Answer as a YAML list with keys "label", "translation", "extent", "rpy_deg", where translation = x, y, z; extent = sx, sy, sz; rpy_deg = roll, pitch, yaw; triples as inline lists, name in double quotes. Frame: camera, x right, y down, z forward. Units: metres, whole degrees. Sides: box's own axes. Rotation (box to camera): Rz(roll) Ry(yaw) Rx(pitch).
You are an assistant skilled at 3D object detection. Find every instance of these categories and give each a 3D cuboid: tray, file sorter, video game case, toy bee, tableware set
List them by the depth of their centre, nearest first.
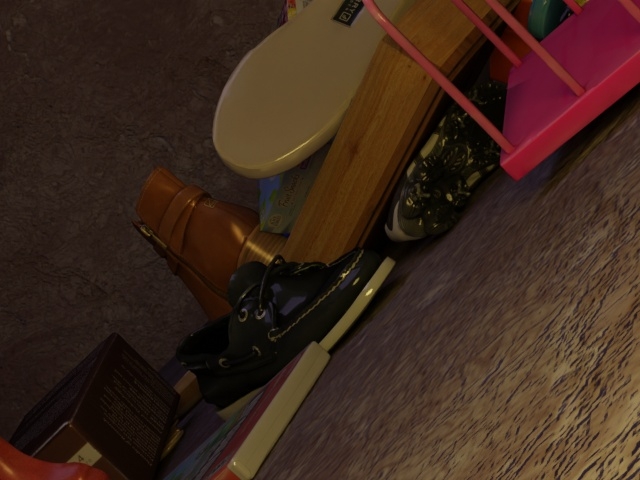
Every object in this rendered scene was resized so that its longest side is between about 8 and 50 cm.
- label: "file sorter"
  translation: [0.194, -0.232, 1.062]
  extent: [0.290, 0.182, 0.202]
  rpy_deg: [-41, 14, 25]
- label: "video game case"
  translation: [-0.115, 0.222, 1.290]
  extent: [0.285, 0.025, 0.204]
  rpy_deg: [-45, 4, 31]
- label: "tray"
  translation: [0.068, -0.089, 1.484]
  extent: [0.203, 0.076, 0.411]
  rpy_deg: [-50, -10, -42]
- label: "toy bee"
  translation: [0.234, -0.293, 1.538]
  extent: [0.162, 0.195, 0.298]
  rpy_deg: [-62, 0, -18]
- label: "tableware set"
  translation: [-0.232, 0.292, 1.917]
  extent: [0.141, 0.020, 0.168]
  rpy_deg: [-47, 4, -1]

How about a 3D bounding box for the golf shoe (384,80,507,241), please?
- label: "golf shoe"
  translation: [0.122, -0.075, 1.383]
  extent: [0.198, 0.077, 0.094]
  rpy_deg: [-47, 4, -31]

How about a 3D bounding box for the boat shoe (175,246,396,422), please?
- label: "boat shoe"
  translation: [-0.049, 0.074, 1.422]
  extent: [0.127, 0.113, 0.340]
  rpy_deg: [-49, 4, -32]

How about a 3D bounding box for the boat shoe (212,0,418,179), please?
- label: "boat shoe"
  translation: [0.024, -0.174, 1.477]
  extent: [0.340, 0.127, 0.158]
  rpy_deg: [-52, -21, -15]

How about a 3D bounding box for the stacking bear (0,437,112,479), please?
- label: "stacking bear"
  translation: [-0.321, 0.345, 1.342]
  extent: [0.289, 0.175, 0.164]
  rpy_deg: [-66, -9, -49]

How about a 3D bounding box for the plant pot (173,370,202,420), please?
- label: "plant pot"
  translation: [-0.171, 0.197, 2.170]
  extent: [0.236, 0.032, 0.236]
  rpy_deg: [-46, 3, 3]

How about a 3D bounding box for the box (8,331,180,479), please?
- label: "box"
  translation: [-0.299, 0.266, 1.807]
  extent: [0.191, 0.143, 0.381]
  rpy_deg: [-43, 7, 9]

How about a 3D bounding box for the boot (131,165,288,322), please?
- label: "boot"
  translation: [-0.140, 0.047, 1.747]
  extent: [0.109, 0.220, 0.283]
  rpy_deg: [-54, -8, -33]

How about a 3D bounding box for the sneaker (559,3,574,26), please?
- label: "sneaker"
  translation: [0.279, -0.234, 1.671]
  extent: [0.119, 0.047, 0.057]
  rpy_deg: [-45, 26, 31]

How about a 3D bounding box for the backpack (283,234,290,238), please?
- label: "backpack"
  translation: [0.000, 0.000, 1.818]
  extent: [0.120, 0.098, 0.101]
  rpy_deg: [-43, 8, 32]

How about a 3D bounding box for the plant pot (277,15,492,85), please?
- label: "plant pot"
  translation: [0.072, -0.168, 1.842]
  extent: [0.284, 0.284, 0.191]
  rpy_deg: [-90, 9, -85]

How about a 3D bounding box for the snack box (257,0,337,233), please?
- label: "snack box"
  translation: [-0.024, -0.138, 1.631]
  extent: [0.174, 0.070, 0.207]
  rpy_deg: [114, 155, -51]
